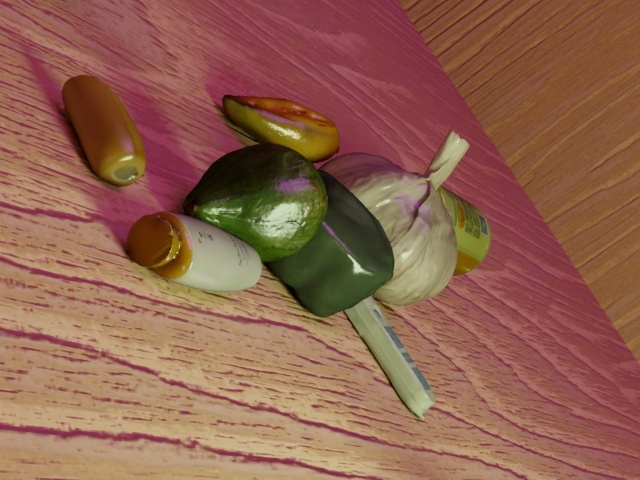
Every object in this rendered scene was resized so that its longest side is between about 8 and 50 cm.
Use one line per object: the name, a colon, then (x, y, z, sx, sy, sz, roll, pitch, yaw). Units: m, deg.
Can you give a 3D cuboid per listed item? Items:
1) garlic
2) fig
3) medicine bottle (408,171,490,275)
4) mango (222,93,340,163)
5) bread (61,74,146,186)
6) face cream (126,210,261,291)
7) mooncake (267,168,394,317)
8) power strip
garlic: (0.109, -0.044, 1.945, 0.218, 0.212, 0.218, 43, 15, -14)
fig: (-0.075, -0.041, 1.562, 0.156, 0.123, 0.123, 12, 43, -51)
medicine bottle: (0.149, -0.022, 2.203, 0.124, 0.124, 0.239, 59, 17, 21)
mango: (-0.047, -0.140, 1.944, 0.187, 0.066, 0.101, 18, 15, -44)
bread: (-0.196, -0.101, 1.447, 0.062, 0.049, 0.103, 29, 30, -58)
face cream: (-0.112, 0.013, 1.439, 0.072, 0.051, 0.182, 63, 18, 20)
mooncake: (0.000, 0.000, 1.716, 0.168, 0.104, 0.175, 62, 19, 20)
power strip: (0.075, 0.121, 1.811, 0.191, 0.030, 0.047, 57, 14, 14)
